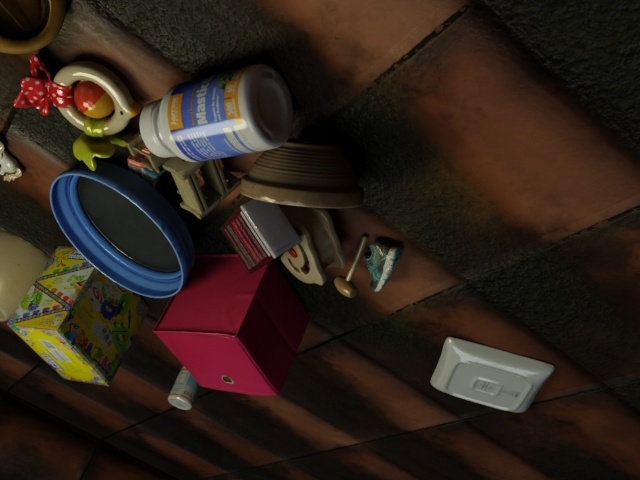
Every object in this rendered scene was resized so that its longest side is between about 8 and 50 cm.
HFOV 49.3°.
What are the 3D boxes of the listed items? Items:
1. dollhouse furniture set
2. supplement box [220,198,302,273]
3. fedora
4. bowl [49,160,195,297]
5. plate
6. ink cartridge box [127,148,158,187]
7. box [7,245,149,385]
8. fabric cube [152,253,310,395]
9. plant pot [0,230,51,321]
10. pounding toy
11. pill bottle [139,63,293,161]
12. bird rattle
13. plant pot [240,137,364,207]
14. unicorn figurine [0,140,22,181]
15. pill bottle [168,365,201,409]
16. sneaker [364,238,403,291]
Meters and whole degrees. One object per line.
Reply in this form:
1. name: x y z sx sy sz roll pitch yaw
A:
1. dollhouse furniture set: -0.284 -0.164 1.466 0.184 0.129 0.129 30 152 30
2. supplement box: -0.134 -0.013 1.507 0.130 0.073 0.239 57 158 -2
3. fedora: -0.553 -0.430 1.234 0.079 0.194 0.194 41 163 43
4. bowl: -0.474 -0.024 1.689 0.391 0.077 0.391 21 140 19
5. plate: 0.443 0.371 1.845 0.278 0.045 0.277 15 143 8
6. ink cartridge box: -0.399 -0.170 1.568 0.063 0.029 0.115 21 145 2
7. box: -0.675 0.215 1.992 0.177 0.279 0.290 3 140 23
8. fabric cube: -0.217 0.212 1.779 0.254 0.259 0.258 1 139 27
9. plant pot: -0.955 0.130 2.096 0.284 0.191 0.284 13 144 10
10. pounding toy: 0.000 0.000 1.561 0.154 0.155 0.269 26 146 46
11. pill bottle: -0.199 -0.227 1.290 0.272 0.152 0.152 -5 137 31
12. bird rattle: -0.479 -0.287 1.419 0.207 0.143 0.253 -25 113 31
13. plant pot: -0.031 -0.134 1.324 0.237 0.237 0.109 8 102 17
14. unicorn figurine: -0.790 -0.207 1.698 0.111 0.060 0.162 -4 154 29
15. pill bottle: -0.436 0.471 2.307 0.087 0.160 0.087 14 143 10
16. sneaker: 0.132 0.051 1.582 0.076 0.065 0.166 32 143 12
